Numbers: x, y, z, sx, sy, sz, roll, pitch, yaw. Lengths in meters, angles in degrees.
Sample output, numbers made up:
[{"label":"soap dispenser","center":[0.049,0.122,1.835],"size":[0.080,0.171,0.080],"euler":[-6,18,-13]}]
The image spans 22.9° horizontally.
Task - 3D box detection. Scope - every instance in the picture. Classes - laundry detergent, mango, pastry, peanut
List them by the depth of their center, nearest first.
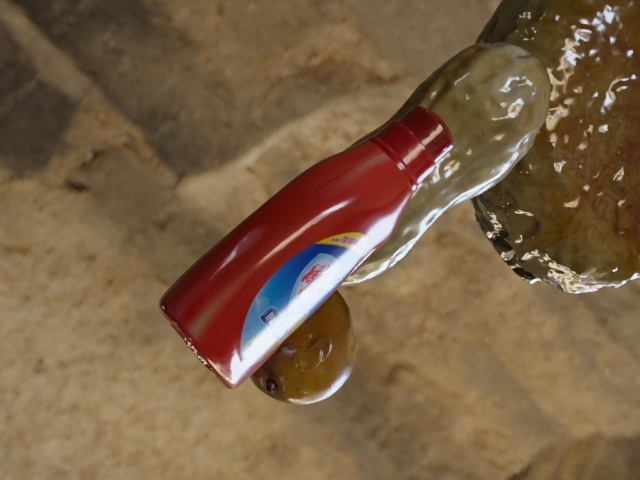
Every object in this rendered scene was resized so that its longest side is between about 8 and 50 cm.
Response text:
[{"label":"laundry detergent","center":[0.000,0.000,0.774],"size":[0.049,0.165,0.097],"euler":[46,-8,23]},{"label":"mango","center":[-0.012,0.067,1.080],"size":[0.080,0.114,0.060],"euler":[-11,-59,16]},{"label":"peanut","center":[0.077,-0.056,1.256],"size":[0.101,0.263,0.117],"euler":[43,-12,35]},{"label":"pastry","center":[0.260,-0.100,1.416],"size":[0.330,0.330,0.136],"euler":[48,-20,-29]}]
